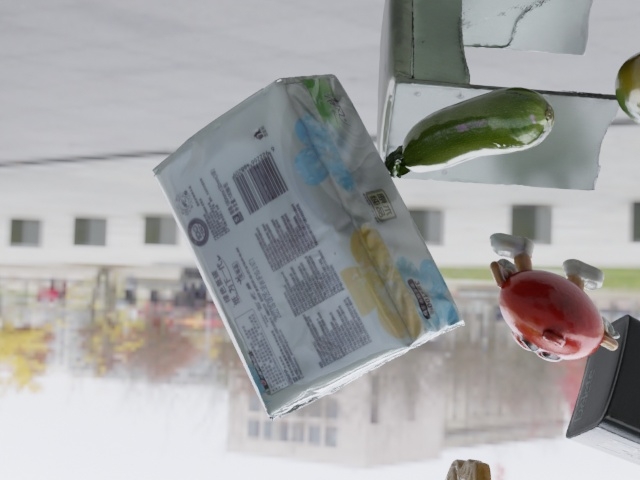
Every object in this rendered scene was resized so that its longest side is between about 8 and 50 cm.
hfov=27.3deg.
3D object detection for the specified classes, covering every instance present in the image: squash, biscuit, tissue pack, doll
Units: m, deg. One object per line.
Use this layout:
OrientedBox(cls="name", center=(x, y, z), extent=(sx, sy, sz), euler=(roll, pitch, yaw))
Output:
OrientedBox(cls="squash", center=(0.113, -0.083, 1.022), extent=(0.052, 0.052, 0.183), euler=(4, 170, -31))
OrientedBox(cls="biscuit", center=(0.179, 0.368, 1.754), extent=(0.040, 0.144, 0.236), euler=(3, 146, -10))
OrientedBox(cls="tissue pack", center=(0.000, 0.000, 1.070), extent=(0.159, 0.229, 0.145), euler=(-32, 170, 33))
OrientedBox(cls="doll", center=(0.276, 0.079, 1.556), extent=(0.183, 0.085, 0.217), euler=(23, -152, -10))

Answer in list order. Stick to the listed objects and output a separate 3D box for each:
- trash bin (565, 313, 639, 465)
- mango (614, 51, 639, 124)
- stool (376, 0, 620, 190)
OrientedBox(cls="trash bin", center=(0.469, 0.227, 1.775), extent=(0.226, 0.165, 0.115), euler=(24, 155, -9))
OrientedBox(cls="mango", center=(0.398, -0.151, 1.315), extent=(0.156, 0.114, 0.251), euler=(2, -167, -41))
OrientedBox(cls="stool", center=(0.208, -0.211, 1.592), extent=(0.270, 0.243, 0.170), euler=(4, 143, 0))
